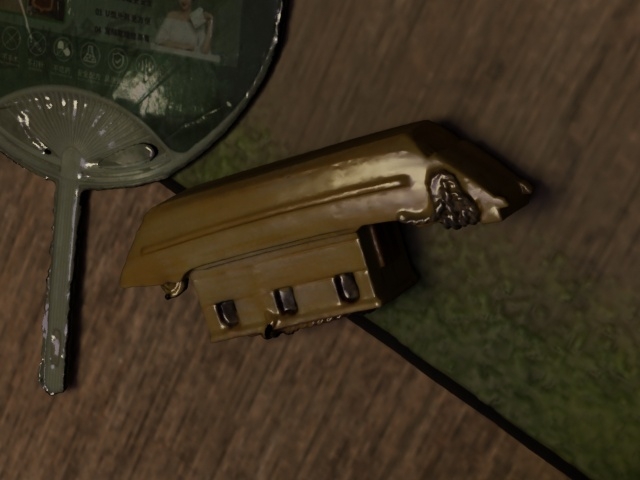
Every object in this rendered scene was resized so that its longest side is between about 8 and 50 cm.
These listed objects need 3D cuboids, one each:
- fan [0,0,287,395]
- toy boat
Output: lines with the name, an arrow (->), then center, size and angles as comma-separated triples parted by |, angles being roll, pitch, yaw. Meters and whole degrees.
fan -> -0.139, -0.099, 0.843 | 0.223, 0.012, 0.294 | 42, 116, 15
toy boat -> 0.000, 0.000, 0.763 | 0.200, 0.057, 0.077 | -15, 98, 30
